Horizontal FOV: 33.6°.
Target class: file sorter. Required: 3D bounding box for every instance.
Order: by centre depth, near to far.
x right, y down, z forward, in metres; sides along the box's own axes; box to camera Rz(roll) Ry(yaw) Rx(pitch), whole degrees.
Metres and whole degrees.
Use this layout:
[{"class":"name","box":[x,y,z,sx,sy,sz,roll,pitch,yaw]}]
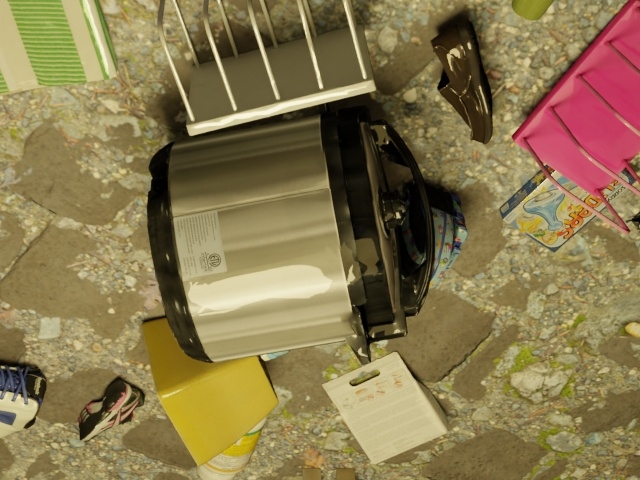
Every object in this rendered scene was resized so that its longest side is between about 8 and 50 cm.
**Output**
[{"class":"file sorter","box":[-0.079,-0.301,1.540,0.277,0.193,0.173,-13,126,5]},{"class":"file sorter","box":[0.493,-0.184,1.664,0.202,0.182,0.291,29,112,-26]}]

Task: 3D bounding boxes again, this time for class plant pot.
[{"class":"plant pot","box":[0.325,-0.376,1.592,0.083,0.083,0.079,8,140,-12]},{"class":"plant pot","box":[-0.198,0.253,1.988,0.187,0.212,0.212,-23,129,-3]}]

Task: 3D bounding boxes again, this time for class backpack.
[{"class":"backpack","box":[0.181,0.008,1.826,0.116,0.173,0.158,15,126,-16]}]

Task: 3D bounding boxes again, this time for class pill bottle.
[{"class":"pill bottle","box":[-0.187,0.402,2.154,0.117,0.118,0.208,11,127,-14]}]

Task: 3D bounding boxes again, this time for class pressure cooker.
[{"class":"pressure cooker","box":[-0.031,-0.005,1.668,0.420,0.376,0.370,-11,127,5]}]

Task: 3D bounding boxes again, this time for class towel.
[{"class":"towel","box":[-0.489,-0.327,1.582,0.324,0.038,0.248,-8,128,4]}]

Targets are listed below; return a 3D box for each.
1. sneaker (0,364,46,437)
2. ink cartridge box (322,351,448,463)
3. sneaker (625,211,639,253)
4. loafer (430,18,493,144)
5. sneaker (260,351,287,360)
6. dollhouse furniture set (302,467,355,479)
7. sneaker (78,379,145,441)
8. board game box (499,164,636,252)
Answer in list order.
[{"class":"sneaker","box":[-0.628,0.269,2.014,0.182,0.127,0.316,-17,136,4]},{"class":"ink cartridge box","box":[0.134,0.337,2.188,0.181,0.056,0.225,-27,108,16]},{"class":"sneaker","box":[0.584,-0.021,1.931,0.069,0.038,0.098,12,118,-13]},{"class":"loafer","box":[0.226,-0.249,1.691,0.078,0.080,0.220,-9,125,15]},{"class":"sneaker","box":[-0.088,0.135,1.942,0.073,0.063,0.162,-10,88,1]},{"class":"dollhouse furniture set","box":[-0.041,0.642,2.353,0.259,0.135,0.262,2,129,-7]},{"class":"sneaker","box":[-0.417,0.354,2.128,0.077,0.072,0.178,25,129,-36]},{"class":"board game box","box":[0.434,-0.080,1.866,0.136,0.035,0.201,29,121,-26]}]
